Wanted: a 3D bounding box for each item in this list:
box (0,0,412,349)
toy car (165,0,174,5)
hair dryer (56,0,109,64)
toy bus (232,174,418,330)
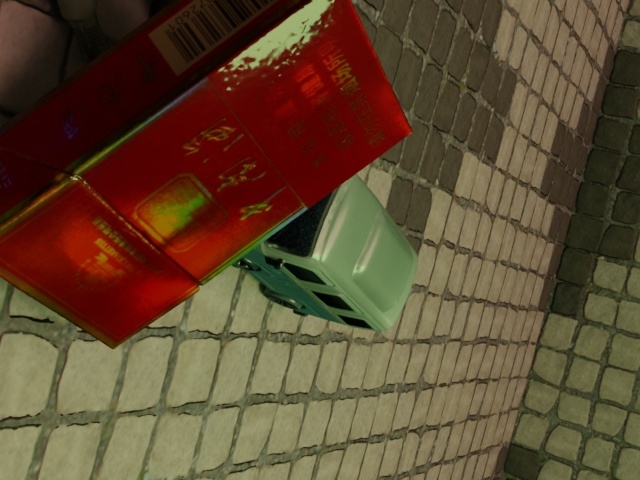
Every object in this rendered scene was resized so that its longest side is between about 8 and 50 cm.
[{"bbox_3d":[-0.098,-0.066,0.708,0.313,0.089,0.197,-36,148,2],"label":"box"},{"bbox_3d":[-0.054,-0.254,0.841,0.235,0.145,0.235,-2,90,-75],"label":"toy car"},{"bbox_3d":[-0.182,-0.273,0.658,0.267,0.092,0.229,47,55,-74],"label":"hair dryer"},{"bbox_3d":[0.000,0.000,1.003,0.133,0.164,0.271,-67,151,-13],"label":"toy bus"}]
